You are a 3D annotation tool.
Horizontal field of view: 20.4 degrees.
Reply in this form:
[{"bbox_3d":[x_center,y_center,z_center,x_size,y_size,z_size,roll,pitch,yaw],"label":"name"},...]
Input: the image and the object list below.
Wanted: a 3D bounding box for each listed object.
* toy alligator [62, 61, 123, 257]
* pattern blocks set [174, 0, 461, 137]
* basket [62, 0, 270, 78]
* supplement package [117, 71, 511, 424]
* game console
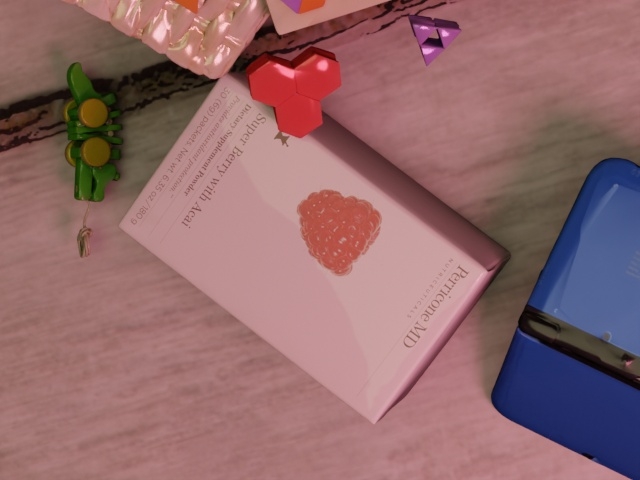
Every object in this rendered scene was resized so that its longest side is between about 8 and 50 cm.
[{"bbox_3d":[-0.216,-0.079,1.733,0.051,0.056,0.189,-6,94,-27],"label":"toy alligator"},{"bbox_3d":[-0.002,-0.257,1.423,0.285,0.026,0.325,-31,121,10],"label":"pattern blocks set"},{"bbox_3d":[-0.152,-0.366,1.507,0.328,0.266,0.331,27,112,-25],"label":"basket"},{"bbox_3d":[0.000,0.000,1.623,0.293,0.175,0.177,37,101,8],"label":"supplement package"},{"bbox_3d":[0.327,0.100,1.583,0.293,0.173,0.250,26,89,9],"label":"game console"}]
